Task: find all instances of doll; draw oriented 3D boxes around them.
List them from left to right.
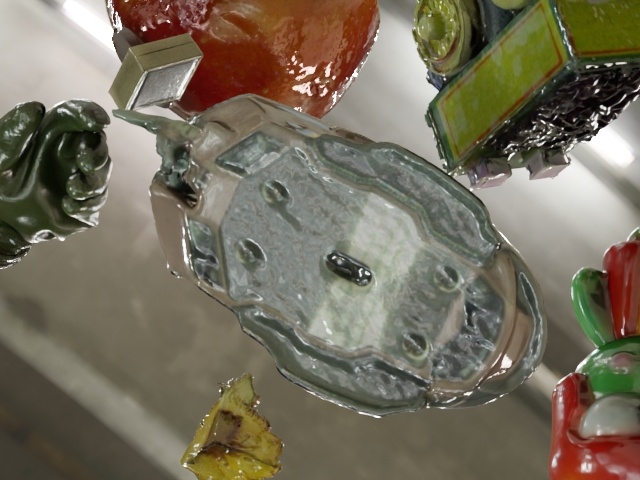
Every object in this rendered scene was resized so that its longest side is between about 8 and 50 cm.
[{"bbox_3d":[0.277,0.167,1.510,0.182,0.160,0.363,14,-119,-5],"label":"doll"}]

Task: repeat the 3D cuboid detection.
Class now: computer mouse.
[{"bbox_3d":[0.003,0.000,1.433,0.389,0.199,0.115,30,-170,14],"label":"computer mouse"}]

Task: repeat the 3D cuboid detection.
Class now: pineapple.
[{"bbox_3d":[-0.089,0.179,1.800,0.077,0.114,0.114,37,-128,-49],"label":"pineapple"}]

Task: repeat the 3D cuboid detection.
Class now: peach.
[{"bbox_3d":[-0.117,-0.303,2.384,0.335,0.310,0.406,35,163,28],"label":"peach"}]

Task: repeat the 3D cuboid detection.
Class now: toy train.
[{"bbox_3d":[0.179,-0.165,1.490,0.134,0.261,0.177,-8,-110,-29],"label":"toy train"}]

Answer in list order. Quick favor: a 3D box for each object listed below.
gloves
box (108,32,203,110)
[{"bbox_3d":[-0.250,-0.057,1.672,0.135,0.268,0.107,34,-121,-17],"label":"gloves"},{"bbox_3d":[-0.174,-0.177,1.958,0.083,0.079,0.035,-19,-113,-35],"label":"box"}]
